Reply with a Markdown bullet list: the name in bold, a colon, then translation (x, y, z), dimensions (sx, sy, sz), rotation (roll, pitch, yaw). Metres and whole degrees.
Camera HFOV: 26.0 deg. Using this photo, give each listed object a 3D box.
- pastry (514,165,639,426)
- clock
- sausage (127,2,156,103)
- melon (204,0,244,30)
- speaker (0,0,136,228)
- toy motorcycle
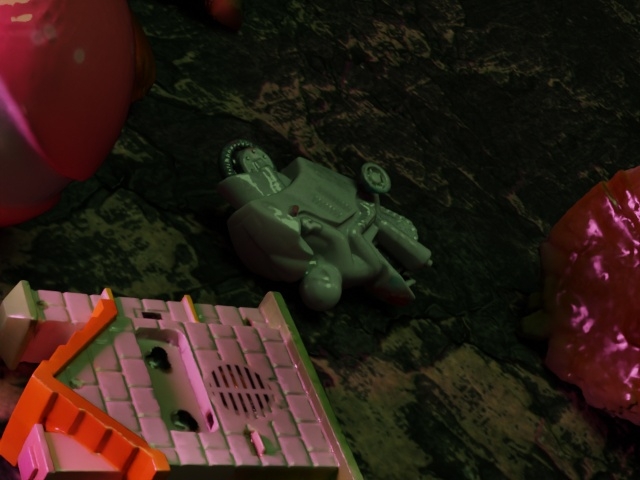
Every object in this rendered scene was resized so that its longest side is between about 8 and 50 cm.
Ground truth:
- **pastry**: translation (0.388, 0.062, 1.527), dimensions (0.136, 0.329, 0.329), rotation (13, 37, -50)
- **clock**: translation (-0.127, 0.142, 1.105), dimensions (0.255, 0.106, 0.220), rotation (7, 40, -32)
- **sausage**: translation (-0.280, -0.284, 1.533), dimensions (0.097, 0.094, 0.348), rotation (-3, 49, -41)
- **melon**: translation (-0.159, -0.343, 1.744), dimensions (0.160, 0.079, 0.128), rotation (20, 36, -24)
- **speaker**: translation (-0.293, -0.155, 1.135), dimensions (0.294, 0.294, 0.294), rotation (25, 32, -17)
- **toy motorcycle**: translation (0.000, 0.000, 1.424), dimensions (0.260, 0.110, 0.171), rotation (26, 48, -29)
